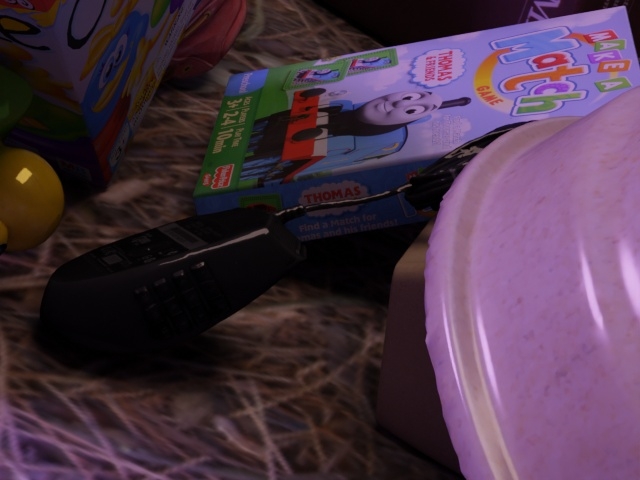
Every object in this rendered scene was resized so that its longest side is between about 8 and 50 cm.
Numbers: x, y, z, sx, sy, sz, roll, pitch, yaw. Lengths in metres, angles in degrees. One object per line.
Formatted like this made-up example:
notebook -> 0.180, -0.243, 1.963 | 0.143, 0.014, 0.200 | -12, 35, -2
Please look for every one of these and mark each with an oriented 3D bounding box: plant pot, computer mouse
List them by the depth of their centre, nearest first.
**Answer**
plant pot -> 0.259, 0.011, 0.656 | 0.334, 0.305, 0.334 | 29, 39, -26
computer mouse -> 0.000, 0.000, 0.835 | 0.242, 0.041, 0.071 | -18, 13, -11
plant pot -> 0.081, 0.041, 0.841 | 0.096, 0.109, 0.109 | 12, 23, 13

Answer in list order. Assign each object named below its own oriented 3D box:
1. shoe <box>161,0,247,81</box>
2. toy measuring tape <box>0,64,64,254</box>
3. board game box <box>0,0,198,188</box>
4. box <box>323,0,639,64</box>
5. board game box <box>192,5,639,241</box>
shoe -> -0.095, -0.105, 1.051 | 0.063, 0.081, 0.178 | 25, 55, 21
toy measuring tape -> -0.253, -0.068, 0.761 | 0.330, 0.121, 0.121 | 27, 23, -13
board game box -> -0.137, -0.145, 0.839 | 0.144, 0.142, 0.275 | 22, -14, 6
box -> 0.062, -0.244, 1.300 | 0.381, 0.191, 0.143 | 34, 28, 28
board game box -> 0.053, -0.056, 0.971 | 0.211, 0.039, 0.160 | -9, 24, 8
